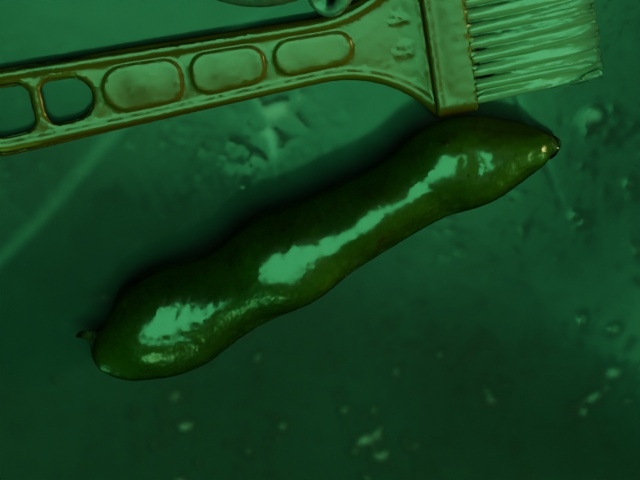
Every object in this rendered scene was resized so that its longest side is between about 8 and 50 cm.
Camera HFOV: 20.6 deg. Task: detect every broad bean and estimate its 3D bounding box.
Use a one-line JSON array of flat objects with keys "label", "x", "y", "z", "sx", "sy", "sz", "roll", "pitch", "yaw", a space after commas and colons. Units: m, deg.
[{"label": "broad bean", "x": -0.001, "y": 0.000, "z": 0.855, "sx": 0.256, "sy": 0.053, "sz": 0.052, "roll": -27, "pitch": 71, "yaw": 1}]

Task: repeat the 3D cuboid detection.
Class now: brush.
[{"label": "brush", "x": -0.021, "y": -0.087, "z": 0.840, "sx": 0.314, "sy": 0.017, "sz": 0.090, "roll": -11, "pitch": 110, "yaw": -2}]

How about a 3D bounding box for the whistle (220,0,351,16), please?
[{"label": "whistle", "x": -0.052, "y": -0.191, "z": 0.780, "sx": 0.107, "sy": 0.057, "sz": 0.220, "roll": -32, "pitch": 106, "yaw": 19}]
